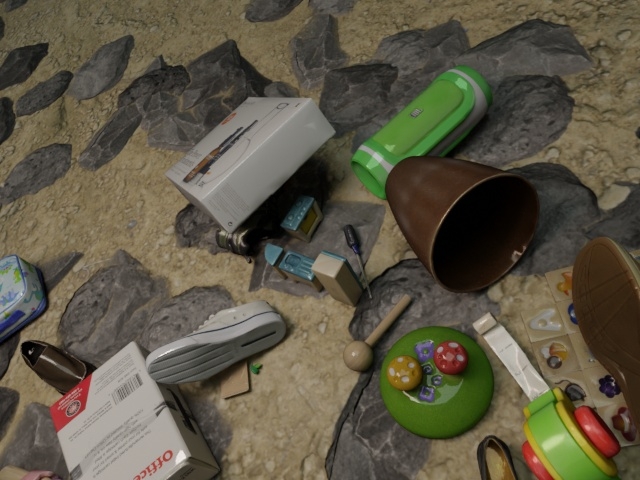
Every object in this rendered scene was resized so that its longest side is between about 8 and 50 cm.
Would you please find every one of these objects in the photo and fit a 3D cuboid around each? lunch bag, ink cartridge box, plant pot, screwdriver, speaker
[{"bbox_3d":[-0.769,0.155,1.273,0.219,0.090,0.176,-39,52,-4],"label":"lunch bag"},{"bbox_3d":[-0.332,0.351,0.946,0.197,0.114,0.273,-39,51,-5],"label":"ink cartridge box"},{"bbox_3d":[0.216,-0.060,0.941,0.215,0.215,0.230,-38,40,-4],"label":"plant pot"},{"bbox_3d":[0.078,0.039,1.038,0.025,0.024,0.169,-10,57,-18],"label":"screwdriver"},{"bbox_3d":[0.204,-0.218,1.081,0.296,0.131,0.131,-42,53,-7],"label":"speaker"}]

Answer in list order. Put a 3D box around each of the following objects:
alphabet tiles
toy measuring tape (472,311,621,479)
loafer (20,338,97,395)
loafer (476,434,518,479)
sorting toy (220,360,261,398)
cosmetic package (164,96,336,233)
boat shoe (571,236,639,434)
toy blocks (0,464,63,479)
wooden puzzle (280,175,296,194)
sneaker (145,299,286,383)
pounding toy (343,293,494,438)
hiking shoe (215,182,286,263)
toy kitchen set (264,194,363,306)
[{"bbox_3d":[0.496,0.143,0.796,0.343,0.011,0.285,-16,55,13],"label":"alphabet tiles"},{"bbox_3d":[0.305,0.229,0.747,0.121,0.121,0.330,-31,54,2],"label":"toy measuring tape"},{"bbox_3d":[-0.558,0.266,1.119,0.220,0.078,0.080,13,65,29],"label":"loafer"},{"bbox_3d":[0.249,0.354,0.731,0.062,0.061,0.170,-18,54,10],"label":"loafer"},{"bbox_3d":[-0.147,0.256,0.993,0.083,0.012,0.062,-21,48,14],"label":"sorting toy"},{"bbox_3d":[-0.170,-0.182,1.146,0.284,0.097,0.377,-43,28,-10],"label":"cosmetic package"},{"bbox_3d":[0.462,0.148,0.742,0.110,0.121,0.341,4,56,-19],"label":"boat shoe"},{"bbox_3d":[-0.574,0.499,0.843,0.260,0.288,0.308,1,56,30],"label":"toy blocks"},{"bbox_3d":[-0.089,-0.131,1.223,0.083,0.006,0.049,21,69,32],"label":"wooden puzzle"},{"bbox_3d":[-0.194,0.184,0.989,0.258,0.094,0.091,-15,32,-21],"label":"sneaker"},{"bbox_3d":[0.153,0.190,0.848,0.183,0.110,0.237,-45,54,-9],"label":"pounding toy"},{"bbox_3d":[-0.119,-0.057,1.153,0.114,0.086,0.226,31,80,22],"label":"hiking shoe"},{"bbox_3d":[0.000,0.000,1.027,0.207,0.122,0.166,19,68,31],"label":"toy kitchen set"}]
